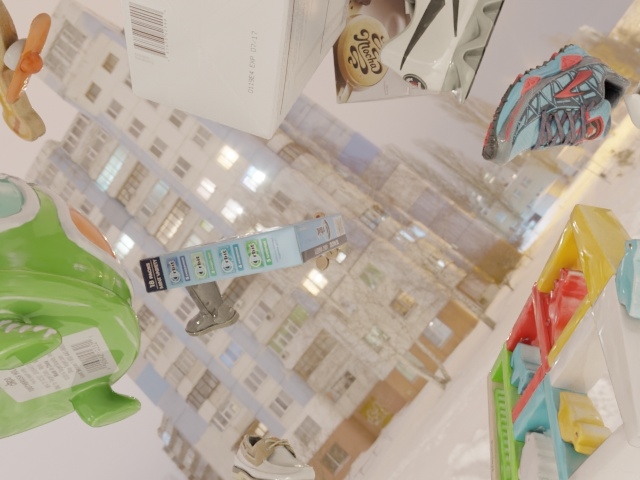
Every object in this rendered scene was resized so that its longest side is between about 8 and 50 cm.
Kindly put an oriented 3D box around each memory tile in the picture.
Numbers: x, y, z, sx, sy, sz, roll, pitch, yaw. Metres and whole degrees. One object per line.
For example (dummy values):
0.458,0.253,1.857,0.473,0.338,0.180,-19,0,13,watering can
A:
0.000,0.000,1.330,0.113,0.148,0.012,-49,-39,10,memory tile

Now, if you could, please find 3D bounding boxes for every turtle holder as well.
-0.331,0.077,0.448,0.320,0.227,0.243,-31,-32,7,turtle holder

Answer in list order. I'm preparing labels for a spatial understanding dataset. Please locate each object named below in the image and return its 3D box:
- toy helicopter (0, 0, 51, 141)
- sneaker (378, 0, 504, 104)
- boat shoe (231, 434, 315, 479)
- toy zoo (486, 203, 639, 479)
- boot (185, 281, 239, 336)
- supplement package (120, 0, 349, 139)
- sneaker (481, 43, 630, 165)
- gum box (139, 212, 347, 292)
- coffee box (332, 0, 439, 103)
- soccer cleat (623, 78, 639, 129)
-0.581,-0.324,0.925,0.355,0.235,0.140,96,-161,-51,toy helicopter
0.174,-0.347,0.622,0.122,0.146,0.331,51,-117,-77,sneaker
-0.116,0.508,1.165,0.113,0.103,0.302,20,-25,-34,boat shoe
0.186,0.109,0.388,0.192,0.030,0.293,-73,-9,-47,toy zoo
-0.332,0.148,1.335,0.189,0.208,0.076,-22,29,20,boot
-0.057,-0.231,0.468,0.139,0.133,0.244,104,-173,-47,supplement package
0.326,-0.176,0.678,0.262,0.125,0.104,-39,-28,-23,sneaker
-0.080,0.012,0.576,0.184,0.041,0.157,-12,3,20,gum box
0.114,-0.410,0.919,0.119,0.168,0.297,-20,-69,-47,coffee box
0.446,-0.216,0.603,0.196,0.076,0.068,-50,21,0,soccer cleat
